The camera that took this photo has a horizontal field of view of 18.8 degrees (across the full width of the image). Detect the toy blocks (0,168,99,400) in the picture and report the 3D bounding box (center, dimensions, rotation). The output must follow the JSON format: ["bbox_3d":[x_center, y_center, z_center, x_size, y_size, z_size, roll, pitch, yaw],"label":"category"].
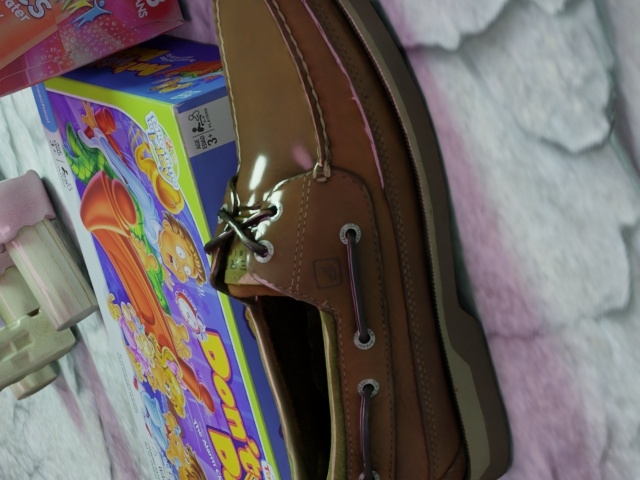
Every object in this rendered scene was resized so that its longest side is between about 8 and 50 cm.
[{"bbox_3d":[-0.377,0.041,1.598,0.260,0.288,0.309,57,158,7],"label":"toy blocks"}]

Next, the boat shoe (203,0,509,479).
[{"bbox_3d":[0.000,0.000,0.956,0.110,0.104,0.307,-6,105,66],"label":"boat shoe"}]

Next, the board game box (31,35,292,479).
[{"bbox_3d":[-0.055,0.056,1.165,0.233,0.078,0.347,19,128,61],"label":"board game box"}]

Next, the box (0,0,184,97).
[{"bbox_3d":[-0.221,-0.188,1.220,0.300,0.142,0.154,16,125,62],"label":"box"}]
